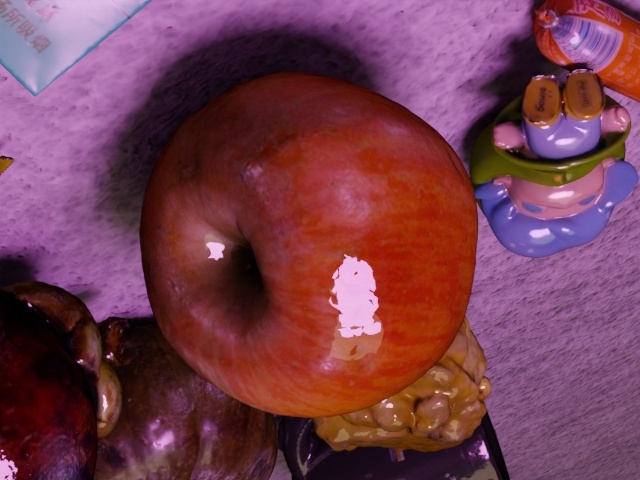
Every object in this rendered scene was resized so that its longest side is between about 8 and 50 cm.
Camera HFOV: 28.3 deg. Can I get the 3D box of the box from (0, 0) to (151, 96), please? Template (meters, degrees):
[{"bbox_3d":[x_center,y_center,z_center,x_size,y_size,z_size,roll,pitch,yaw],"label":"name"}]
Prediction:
[{"bbox_3d":[-0.144,-0.214,0.771,0.226,0.042,0.161,-37,132,6],"label":"box"}]

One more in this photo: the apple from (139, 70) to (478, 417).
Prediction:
[{"bbox_3d":[0.000,0.000,1.074,0.301,0.301,0.301,-18,151,-10],"label":"apple"}]

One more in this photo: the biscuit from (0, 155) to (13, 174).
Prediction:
[{"bbox_3d":[-0.370,-0.069,0.945,0.292,0.026,0.048,5,160,-41],"label":"biscuit"}]

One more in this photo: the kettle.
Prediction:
[{"bbox_3d":[0.087,0.277,1.722,0.290,0.207,0.268,-18,123,9],"label":"kettle"}]

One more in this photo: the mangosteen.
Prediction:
[{"bbox_3d":[-0.323,0.162,1.115,0.311,0.311,0.311,-18,151,-10],"label":"mangosteen"}]

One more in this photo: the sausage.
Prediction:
[{"bbox_3d":[0.269,-0.179,1.180,0.234,0.071,0.071,12,136,-47],"label":"sausage"}]

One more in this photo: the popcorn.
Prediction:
[{"bbox_3d":[0.082,0.149,1.506,0.266,0.192,0.233,31,140,-28],"label":"popcorn"}]

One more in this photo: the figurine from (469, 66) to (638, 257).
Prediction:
[{"bbox_3d":[0.225,-0.080,1.226,0.162,0.143,0.263,-14,156,-1],"label":"figurine"}]

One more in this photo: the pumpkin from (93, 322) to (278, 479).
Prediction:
[{"bbox_3d":[-0.185,0.220,1.345,0.325,0.242,0.232,-16,159,-23],"label":"pumpkin"}]
